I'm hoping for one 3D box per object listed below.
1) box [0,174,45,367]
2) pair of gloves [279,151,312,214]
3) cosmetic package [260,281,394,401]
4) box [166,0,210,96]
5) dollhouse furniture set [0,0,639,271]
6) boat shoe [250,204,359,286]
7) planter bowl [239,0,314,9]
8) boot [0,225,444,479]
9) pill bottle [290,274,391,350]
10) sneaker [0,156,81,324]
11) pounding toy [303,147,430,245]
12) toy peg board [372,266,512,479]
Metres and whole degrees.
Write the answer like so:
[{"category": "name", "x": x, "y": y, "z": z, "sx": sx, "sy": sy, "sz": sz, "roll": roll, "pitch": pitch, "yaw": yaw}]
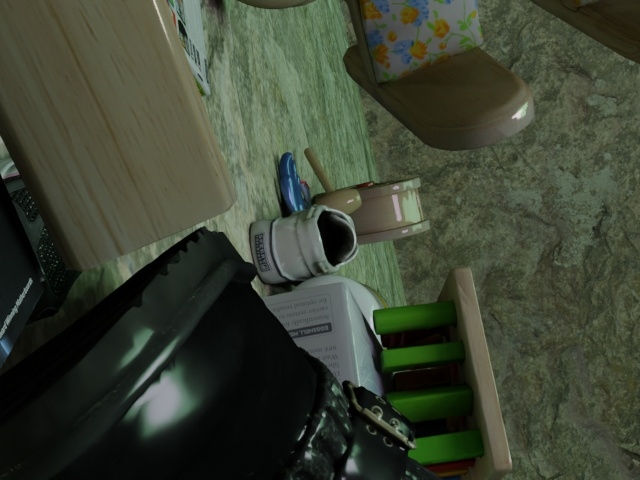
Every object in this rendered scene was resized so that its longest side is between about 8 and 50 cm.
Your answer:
[{"category": "box", "x": -0.157, "y": 0.001, "z": 0.284, "sx": 0.180, "sy": 0.078, "sz": 0.147, "roll": -84, "pitch": 160, "yaw": -63}, {"category": "pair of gloves", "x": -0.025, "y": -0.025, "z": 1.396, "sx": 0.198, "sy": 0.023, "sz": 0.159, "roll": 56, "pitch": 22, "yaw": -71}, {"category": "cosmetic package", "x": -0.006, "y": 0.183, "z": 0.838, "sx": 0.224, "sy": 0.138, "sz": 0.224, "roll": 60, "pitch": 21, "yaw": -64}, {"category": "box", "x": -0.136, "y": -0.234, "z": 0.893, "sx": 0.114, "sy": 0.036, "sz": 0.207, "roll": 58, "pitch": 21, "yaw": -66}, {"category": "dollhouse furniture set", "x": 0.024, "y": -0.191, "z": 0.459, "sx": 0.256, "sy": 0.394, "sz": 0.362, "roll": -125, "pitch": -165, "yaw": -55}, {"category": "boat shoe", "x": 0.000, "y": 0.000, "z": 1.214, "sx": 0.267, "sy": 0.088, "sz": 0.096, "roll": 10, "pitch": 69, "yaw": -74}, {"category": "planter bowl", "x": -0.067, "y": -0.324, "z": 1.147, "sx": 0.109, "sy": 0.162, "sz": 0.162, "roll": -38, "pitch": 119, "yaw": -52}, {"category": "boot", "x": -0.017, "y": 0.126, "z": 0.520, "sx": 0.260, "sy": 0.131, "sz": 0.348, "roll": 52, "pitch": 9, "yaw": 0}, {"category": "pill bottle", "x": 0.017, "y": 0.098, "z": 1.164, "sx": 0.208, "sy": 0.118, "sz": 0.117, "roll": 31, "pitch": 48, "yaw": -79}, {"category": "sneaker", "x": -0.123, "y": -0.028, "z": 0.555, "sx": 0.178, "sy": 0.077, "sz": 0.072, "roll": -88, "pitch": 163, "yaw": -55}, {"category": "pounding toy", "x": 0.066, "y": -0.074, "z": 1.534, "sx": 0.269, "sy": 0.154, "sz": 0.154, "roll": -96, "pitch": 174, "yaw": -85}, {"category": "toy peg board", "x": 0.085, "y": 0.127, "z": 0.857, "sx": 0.160, "sy": 0.079, "sz": 0.161, "roll": 98, "pitch": -15, "yaw": -66}]
